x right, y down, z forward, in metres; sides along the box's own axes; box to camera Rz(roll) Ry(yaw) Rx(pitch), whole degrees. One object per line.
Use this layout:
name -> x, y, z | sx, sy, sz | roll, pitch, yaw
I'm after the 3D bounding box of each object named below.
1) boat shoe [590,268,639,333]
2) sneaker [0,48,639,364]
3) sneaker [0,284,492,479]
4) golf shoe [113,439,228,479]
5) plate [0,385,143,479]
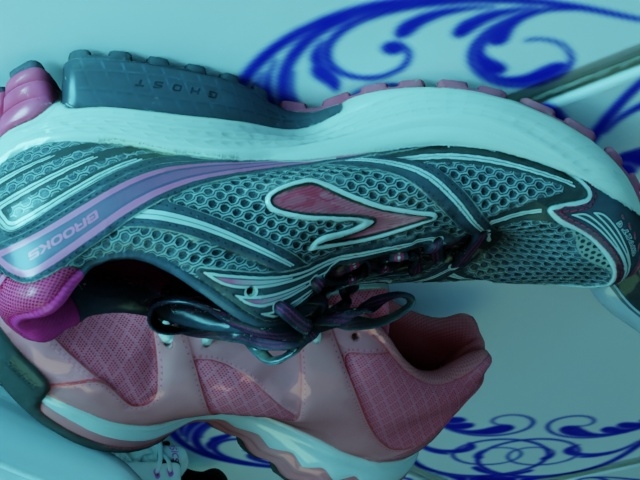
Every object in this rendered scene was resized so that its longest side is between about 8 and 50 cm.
boat shoe -> 0.200, 0.036, 0.759 | 0.040, 0.049, 0.142 | -25, 142, 36
sneaker -> 0.000, 0.000, 0.615 | 0.299, 0.112, 0.121 | 3, 152, -9
sneaker -> -0.035, 0.042, 0.732 | 0.314, 0.116, 0.136 | 21, 128, -39
golf shoe -> -0.141, 0.162, 0.981 | 0.086, 0.067, 0.186 | -38, 142, 9
plate -> -0.244, 0.092, 0.757 | 0.278, 0.045, 0.277 | 29, 158, -22
